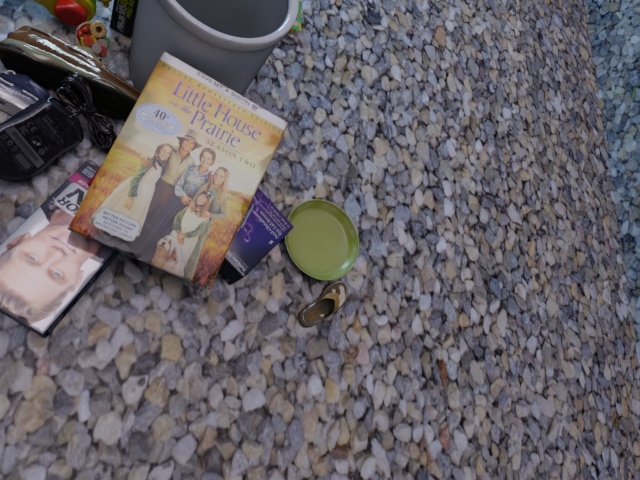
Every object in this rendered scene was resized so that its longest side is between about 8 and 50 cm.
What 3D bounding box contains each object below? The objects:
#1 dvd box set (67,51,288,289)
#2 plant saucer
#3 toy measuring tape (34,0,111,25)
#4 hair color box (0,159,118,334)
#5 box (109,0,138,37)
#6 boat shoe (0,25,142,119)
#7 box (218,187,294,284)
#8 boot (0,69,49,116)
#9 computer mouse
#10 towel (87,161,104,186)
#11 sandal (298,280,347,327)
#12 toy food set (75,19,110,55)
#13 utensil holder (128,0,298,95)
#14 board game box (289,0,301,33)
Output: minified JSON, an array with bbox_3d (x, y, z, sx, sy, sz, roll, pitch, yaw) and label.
[{"bbox_3d":[-0.290,-0.144,1.002,0.308,0.062,0.420,28,80,-18],"label":"dvd box set"},{"bbox_3d":[0.000,0.000,1.334,0.241,0.037,0.240,9,71,-28],"label":"plant saucer"},{"bbox_3d":[-0.670,-0.581,1.119,0.331,0.121,0.121,-6,77,-8],"label":"toy measuring tape"},{"bbox_3d":[-0.539,0.013,0.986,0.174,0.105,0.347,38,61,-14],"label":"hair color box"},{"bbox_3d":[-0.448,-0.692,1.190,0.060,0.216,0.269,26,64,-22],"label":"box"},{"bbox_3d":[-0.566,-0.405,1.093,0.324,0.123,0.119,23,60,-22],"label":"boat shoe"},{"bbox_3d":[-0.198,-0.013,1.184,0.153,0.108,0.207,47,58,-10],"label":"box"},{"bbox_3d":[-0.715,-0.349,1.028,0.190,0.069,0.086,34,54,-26],"label":"boot"},{"bbox_3d":[-0.612,-0.230,1.028,0.272,0.072,0.188,-41,131,-28],"label":"computer mouse"},{"bbox_3d":[-0.346,-0.125,1.057,0.275,0.031,0.198,32,63,-14],"label":"towel"},{"bbox_3d":[0.017,0.177,1.281,0.180,0.049,0.072,-35,94,-33],"label":"sandal"},{"bbox_3d":[-0.568,-0.502,1.156,0.083,0.020,0.082,-37,134,-39],"label":"toy food set"},{"bbox_3d":[-0.282,-0.507,1.126,0.328,0.385,0.327,9,72,-27],"label":"utensil holder"},{"bbox_3d":[-0.183,-0.745,1.463,0.260,0.039,0.124,6,73,-25],"label":"board game box"}]
